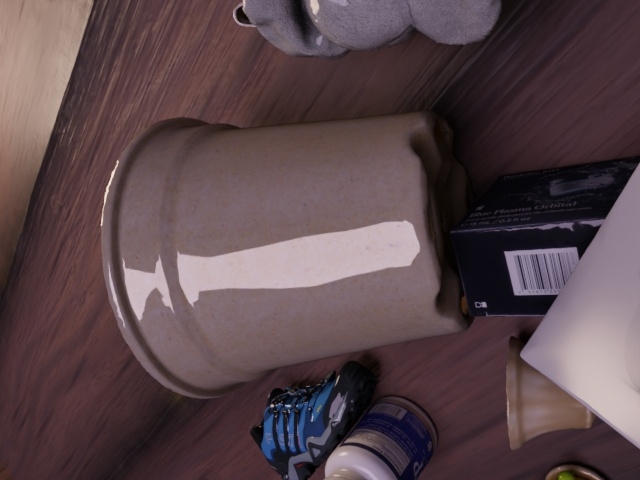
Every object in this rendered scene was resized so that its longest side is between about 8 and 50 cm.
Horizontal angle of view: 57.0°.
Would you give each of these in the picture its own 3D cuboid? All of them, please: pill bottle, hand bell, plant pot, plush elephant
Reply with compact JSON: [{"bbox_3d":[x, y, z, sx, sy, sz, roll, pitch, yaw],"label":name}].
[{"bbox_3d":[0.072,0.307,0.795,0.112,0.187,0.111,16,120,29],"label":"pill bottle"},{"bbox_3d":[0.327,0.168,0.621,0.242,0.126,0.126,-2,111,23],"label":"hand bell"},{"bbox_3d":[0.000,0.000,0.644,0.306,0.334,0.333,-8,107,25],"label":"plant pot"},{"bbox_3d":[0.044,-0.282,0.492,0.272,0.330,0.255,21,153,41],"label":"plush elephant"}]

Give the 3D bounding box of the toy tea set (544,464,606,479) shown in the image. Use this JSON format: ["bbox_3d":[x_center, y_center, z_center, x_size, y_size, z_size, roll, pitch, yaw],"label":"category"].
[{"bbox_3d":[0.361,0.439,0.694,0.200,0.124,0.335,-1,110,36],"label":"toy tea set"}]

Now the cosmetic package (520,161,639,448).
[{"bbox_3d":[0.280,0.042,0.341,0.138,0.224,0.224,26,97,-18],"label":"cosmetic package"}]

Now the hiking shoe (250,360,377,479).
[{"bbox_3d":[-0.027,0.269,0.895,0.132,0.113,0.304,39,129,13],"label":"hiking shoe"}]

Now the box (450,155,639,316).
[{"bbox_3d":[0.228,-0.005,0.553,0.156,0.158,0.093,-5,111,36],"label":"box"}]

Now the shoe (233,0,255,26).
[{"bbox_3d":[-0.003,-0.258,0.660,0.219,0.058,0.076,10,117,32],"label":"shoe"}]
